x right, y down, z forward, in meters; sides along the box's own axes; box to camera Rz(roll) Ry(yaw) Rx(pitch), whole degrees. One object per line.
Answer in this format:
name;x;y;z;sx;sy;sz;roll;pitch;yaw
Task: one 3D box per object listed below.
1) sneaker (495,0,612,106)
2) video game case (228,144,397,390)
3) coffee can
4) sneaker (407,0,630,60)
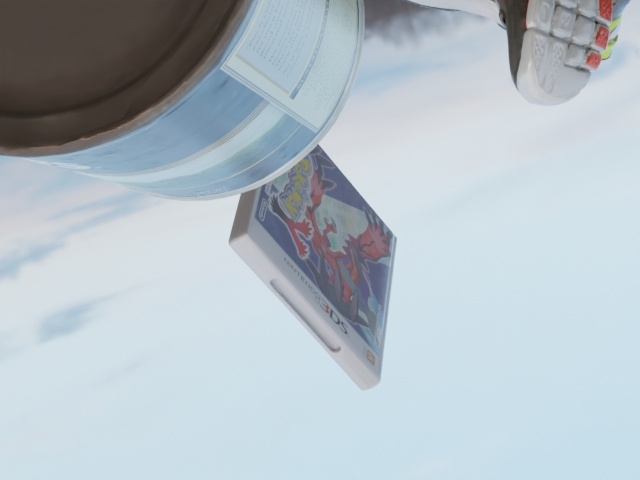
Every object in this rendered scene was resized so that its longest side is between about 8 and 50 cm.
sneaker;0.110;-0.136;0.820;0.065;0.158;0.061;-15;147;42
video game case;0.000;0.000;1.334;0.023;0.183;0.201;-28;-151;25
coffee can;-0.095;-0.128;0.774;0.201;0.202;0.275;-17;175;9
sneaker;0.152;-0.268;1.415;0.299;0.121;0.111;17;-144;-14
